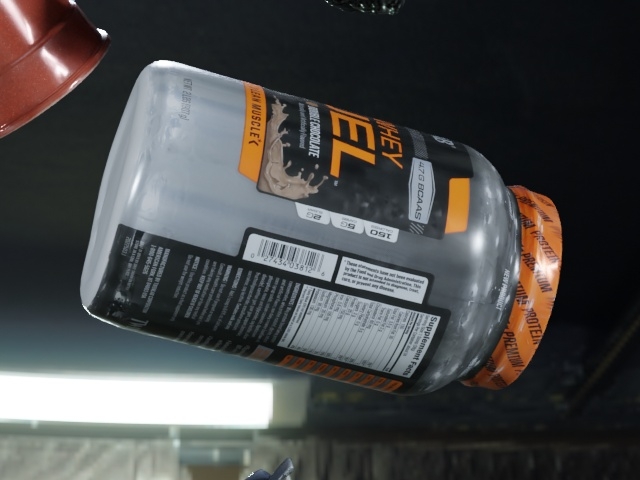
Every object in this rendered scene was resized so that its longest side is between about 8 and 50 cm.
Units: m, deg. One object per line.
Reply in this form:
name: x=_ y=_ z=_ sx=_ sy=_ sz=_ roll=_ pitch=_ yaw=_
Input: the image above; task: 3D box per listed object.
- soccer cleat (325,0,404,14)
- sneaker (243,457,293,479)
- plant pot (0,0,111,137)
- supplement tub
soccer cleat: x=0.032 y=-0.369 z=1.810 sx=0.108 sy=0.116 sz=0.318 roll=0 pitch=-16 yaw=22
sneaker: x=-0.072 y=0.178 z=0.804 sx=0.235 sy=0.094 sz=0.153 roll=15 pitch=-74 yaw=-12
plant pot: x=-0.457 y=-0.296 z=1.937 sx=0.272 sy=0.272 sz=0.265 roll=-18 pitch=-62 yaw=29
supplement tub: x=0.000 y=0.000 z=1.165 sx=0.338 sy=0.207 sz=0.207 roll=15 pitch=-30 yaw=-14
